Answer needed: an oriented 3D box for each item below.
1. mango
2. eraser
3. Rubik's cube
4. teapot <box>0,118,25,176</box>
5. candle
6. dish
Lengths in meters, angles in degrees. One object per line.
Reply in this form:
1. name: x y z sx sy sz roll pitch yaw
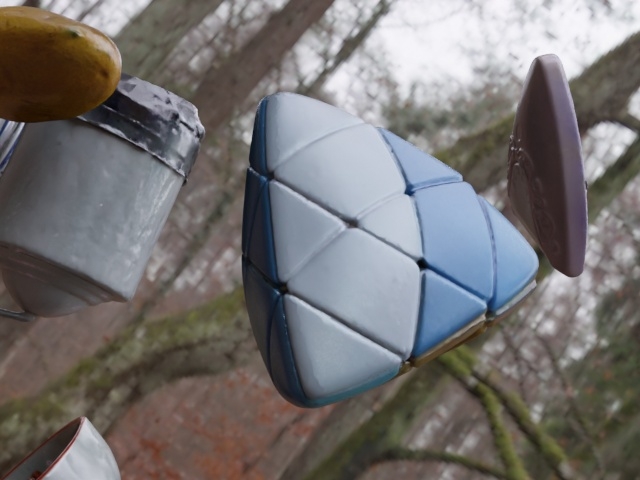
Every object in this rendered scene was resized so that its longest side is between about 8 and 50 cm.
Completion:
1. mango: -0.314 -0.194 1.329 0.227 0.109 0.147 -3 -45 38
2. eraser: 0.261 -0.104 1.438 0.204 0.059 0.243 -110 -168 -63
3. Rubik's cube: 0.000 0.000 0.945 0.254 0.254 0.254 32 -21 14
4. teapot: -0.547 -0.185 1.849 0.280 0.252 0.424 32 26 -22
5. candle: -0.296 -0.044 1.499 0.221 0.342 0.221 21 -9 3
6. dish: -0.326 0.331 1.396 0.117 0.256 0.256 49 -22 -8
